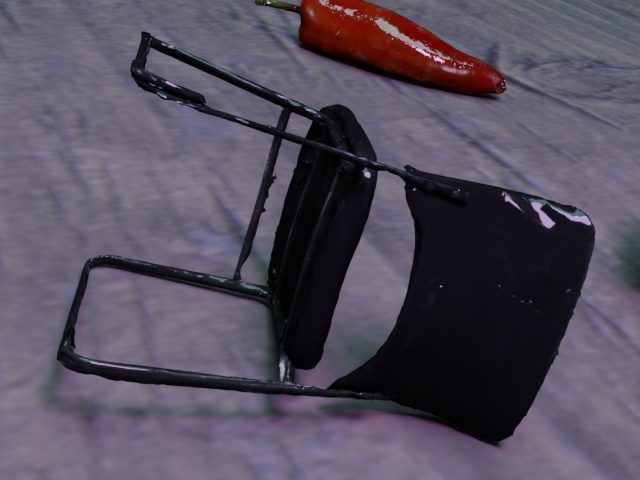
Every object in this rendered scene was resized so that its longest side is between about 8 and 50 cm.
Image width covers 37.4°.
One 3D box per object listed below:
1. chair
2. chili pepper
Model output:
[{"bbox_3d":[0.000,0.000,0.473,0.221,0.140,0.145,14,17,-12],"label":"chair"},{"bbox_3d":[0.057,-0.201,0.941,0.272,0.063,0.071,23,42,14],"label":"chili pepper"}]
